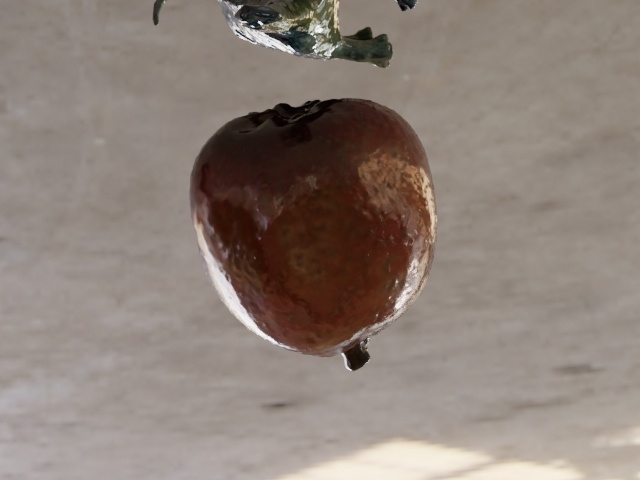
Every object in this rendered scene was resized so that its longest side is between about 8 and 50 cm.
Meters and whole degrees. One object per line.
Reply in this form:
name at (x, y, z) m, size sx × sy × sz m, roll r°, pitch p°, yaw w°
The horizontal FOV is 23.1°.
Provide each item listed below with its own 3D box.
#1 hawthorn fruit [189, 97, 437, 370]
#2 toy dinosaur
hawthorn fruit at (0.000, 0.000, 1.033) m, size 0.169 × 0.188 × 0.169 m, roll -17°, pitch -173°, yaw 2°
toy dinosaur at (-0.023, -0.171, 1.126) m, size 0.147 × 0.076 × 0.363 m, roll 3°, pitch -167°, yaw -16°
